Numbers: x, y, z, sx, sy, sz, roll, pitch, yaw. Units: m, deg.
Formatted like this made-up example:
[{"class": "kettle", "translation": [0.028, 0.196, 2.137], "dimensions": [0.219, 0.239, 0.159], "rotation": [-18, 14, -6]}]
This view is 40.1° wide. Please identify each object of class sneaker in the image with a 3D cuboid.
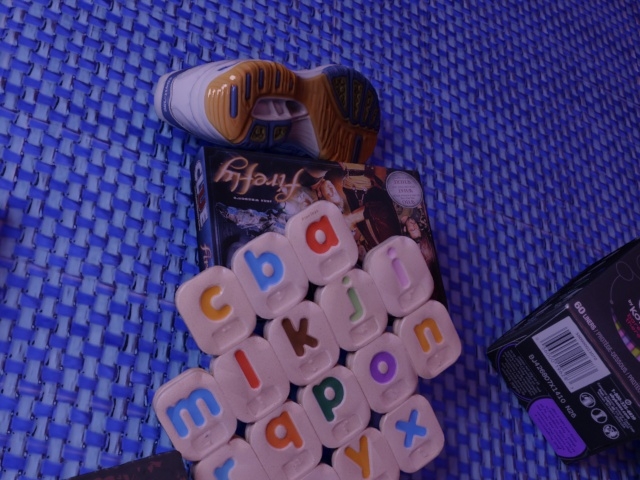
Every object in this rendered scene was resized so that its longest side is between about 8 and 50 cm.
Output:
[{"class": "sneaker", "translation": [-0.048, -0.146, 0.951], "dimensions": [0.296, 0.130, 0.112], "rotation": [6, 95, -54]}]

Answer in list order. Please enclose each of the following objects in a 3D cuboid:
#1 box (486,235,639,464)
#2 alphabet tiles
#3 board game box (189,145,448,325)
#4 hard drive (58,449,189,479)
[{"class": "box", "translation": [0.354, 0.114, 1.032], "dimensions": [0.270, 0.143, 0.165], "rotation": [-29, 81, -41]}, {"class": "alphabet tiles", "translation": [-0.003, 0.121, 0.789], "dimensions": [0.284, 0.021, 0.278], "rotation": [-32, 107, -20]}, {"class": "board game box", "translation": [0.000, 0.000, 0.857], "dimensions": [0.243, 0.042, 0.165], "rotation": [3, 63, -26]}, {"class": "hard drive", "translation": [-0.164, 0.342, 0.616], "dimensions": [0.236, 0.064, 0.339], "rotation": [-8, 67, -36]}]
